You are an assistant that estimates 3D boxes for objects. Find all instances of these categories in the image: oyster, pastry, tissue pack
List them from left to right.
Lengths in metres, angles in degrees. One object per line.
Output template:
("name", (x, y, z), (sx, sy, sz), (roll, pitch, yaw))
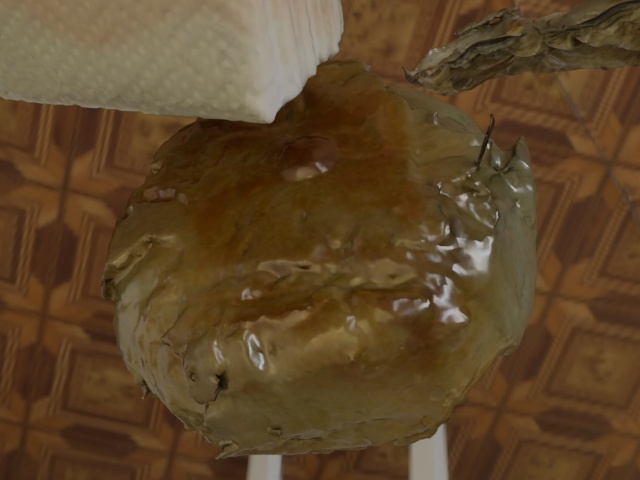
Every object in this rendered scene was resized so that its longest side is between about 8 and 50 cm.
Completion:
("tissue pack", (-0.096, -0.191, 0.383), (0.170, 0.071, 0.325), (10, 130, 24))
("pastry", (0.000, 0.004, 0.469), (0.153, 0.153, 0.081), (-15, 139, 14))
("oyster", (0.206, -0.167, 1.141), (0.345, 0.129, 0.078), (-9, 103, 45))
